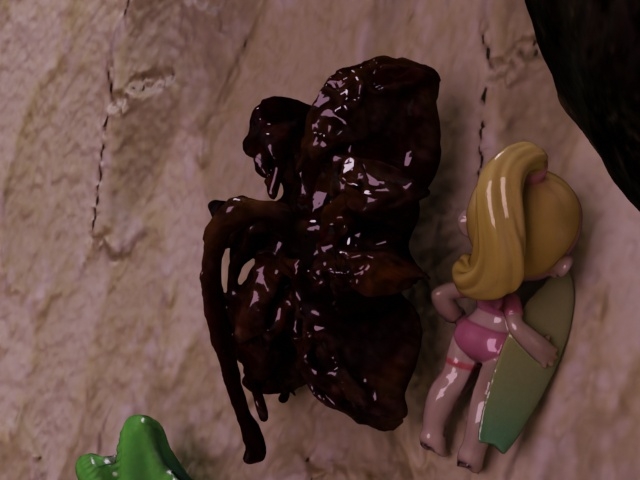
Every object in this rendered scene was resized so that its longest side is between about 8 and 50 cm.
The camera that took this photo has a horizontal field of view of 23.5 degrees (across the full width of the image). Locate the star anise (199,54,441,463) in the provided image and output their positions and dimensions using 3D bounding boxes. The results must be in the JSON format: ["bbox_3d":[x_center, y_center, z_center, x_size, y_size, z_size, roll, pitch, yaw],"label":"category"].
[{"bbox_3d":[0.000,0.000,0.891,0.190,0.126,0.220,-24,59,36],"label":"star anise"}]

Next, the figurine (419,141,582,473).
[{"bbox_3d":[0.096,0.037,0.847,0.083,0.083,0.187,27,103,39],"label":"figurine"}]

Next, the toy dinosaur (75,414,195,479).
[{"bbox_3d":[-0.120,0.398,0.891,0.374,0.144,0.500,-40,58,11],"label":"toy dinosaur"}]

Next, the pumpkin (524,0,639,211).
[{"bbox_3d":[0.292,-0.160,0.576,0.454,0.344,0.454,-16,55,24],"label":"pumpkin"}]
